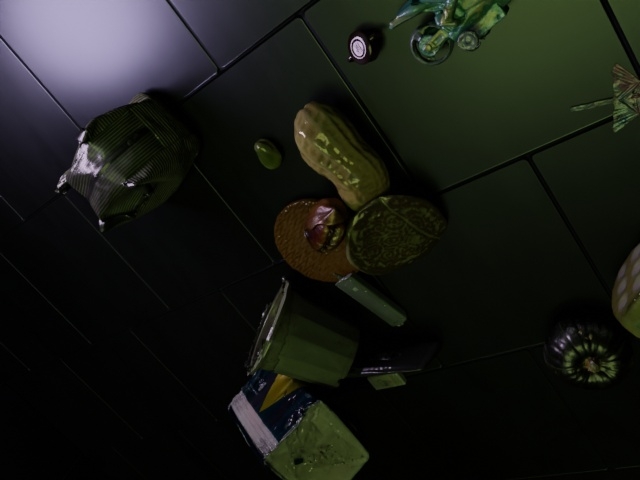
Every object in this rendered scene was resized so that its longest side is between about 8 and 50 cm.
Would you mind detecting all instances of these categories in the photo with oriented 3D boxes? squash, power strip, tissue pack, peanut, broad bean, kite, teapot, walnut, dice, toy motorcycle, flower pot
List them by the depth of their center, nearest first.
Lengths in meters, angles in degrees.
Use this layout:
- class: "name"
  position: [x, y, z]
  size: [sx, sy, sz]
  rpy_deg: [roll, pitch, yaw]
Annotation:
- class: "toy motorcycle"
  position: [0.252, -0.445, 1.090]
  size: [0.198, 0.109, 0.296]
  rpy_deg: [45, 129, -10]
- class: "kite"
  position: [0.552, -0.267, 1.156]
  size: [0.152, 0.005, 0.137]
  rpy_deg: [1, 123, 24]
- class: "teapot"
  position: [0.089, -0.392, 1.246]
  size: [0.100, 0.045, 0.068]
  rpy_deg: [-32, 85, 57]
- class: "dice"
  position: [0.718, 0.107, 1.259]
  size: [0.169, 0.169, 0.166]
  rpy_deg: [22, 131, 8]
- class: "peanut"
  position: [0.057, -0.177, 1.372]
  size: [0.305, 0.147, 0.147]
  rpy_deg: [45, 130, -15]
- class: "walnut"
  position: [0.017, -0.037, 1.435]
  size: [0.115, 0.116, 0.207]
  rpy_deg: [30, 158, 0]
- class: "squash"
  position: [0.626, 0.264, 1.438]
  size: [0.193, 0.156, 0.193]
  rpy_deg: [-3, 127, -4]
- class: "broad bean"
  position: [-0.126, -0.209, 1.487]
  size: [0.063, 0.045, 0.083]
  rpy_deg: [-7, 130, 30]
- class: "power strip"
  position: [0.129, 0.152, 1.632]
  size: [0.252, 0.027, 0.060]
  rpy_deg: [37, 134, -21]
- class: "flower pot"
  position: [-0.046, 0.282, 1.694]
  size: [0.259, 0.290, 0.290]
  rpy_deg: [25, 133, -9]
- class: "tissue pack"
  position: [-0.076, 0.548, 1.792]
  size: [0.264, 0.253, 0.416]
  rpy_deg: [48, 170, -19]
- class: "tissue pack"
  position: [0.198, 0.414, 1.833]
  size: [0.108, 0.023, 0.056]
  rpy_deg: [-23, 113, 37]

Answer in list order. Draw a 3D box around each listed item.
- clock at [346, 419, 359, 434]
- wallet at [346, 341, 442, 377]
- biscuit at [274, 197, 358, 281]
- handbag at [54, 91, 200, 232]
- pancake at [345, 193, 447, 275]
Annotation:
- class: "clock"
  position: [0.063, 0.657, 2.055]
  size: [0.172, 0.064, 0.198]
  rpy_deg: [33, 132, -2]
- class: "wallet"
  position: [0.197, 0.324, 1.677]
  size: [0.245, 0.168, 0.052]
  rpy_deg: [-13, 97, 32]
- class: "biscuit"
  position: [0.000, 0.000, 1.593]
  size: [0.261, 0.037, 0.262]
  rpy_deg: [12, 130, 15]
- class: "handbag"
  position: [-0.491, -0.186, 1.543]
  size: [0.247, 0.240, 0.340]
  rpy_deg: [44, 132, -6]
- class: "pancake"
  position: [0.171, -0.010, 1.427]
  size: [0.249, 0.031, 0.250]
  rpy_deg: [-10, 135, -10]
